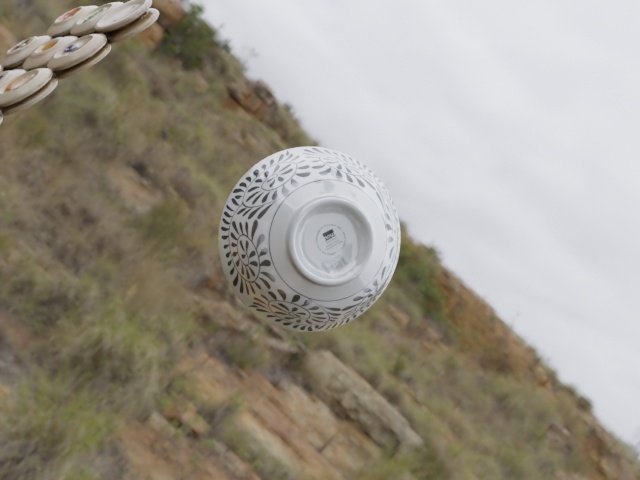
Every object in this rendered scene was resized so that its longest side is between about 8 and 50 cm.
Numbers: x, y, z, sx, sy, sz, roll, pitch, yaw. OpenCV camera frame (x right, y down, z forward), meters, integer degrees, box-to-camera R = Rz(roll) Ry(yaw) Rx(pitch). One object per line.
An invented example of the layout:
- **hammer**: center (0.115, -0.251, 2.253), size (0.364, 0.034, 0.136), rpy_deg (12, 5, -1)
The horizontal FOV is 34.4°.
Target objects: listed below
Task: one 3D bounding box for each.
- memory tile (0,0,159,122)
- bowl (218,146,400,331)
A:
- **memory tile**: center (-0.170, -0.098, 0.595), size (0.113, 0.148, 0.012), rpy_deg (16, -41, 52)
- **bowl**: center (0.000, 0.000, 0.902), size (0.170, 0.170, 0.080), rpy_deg (45, -8, -10)
